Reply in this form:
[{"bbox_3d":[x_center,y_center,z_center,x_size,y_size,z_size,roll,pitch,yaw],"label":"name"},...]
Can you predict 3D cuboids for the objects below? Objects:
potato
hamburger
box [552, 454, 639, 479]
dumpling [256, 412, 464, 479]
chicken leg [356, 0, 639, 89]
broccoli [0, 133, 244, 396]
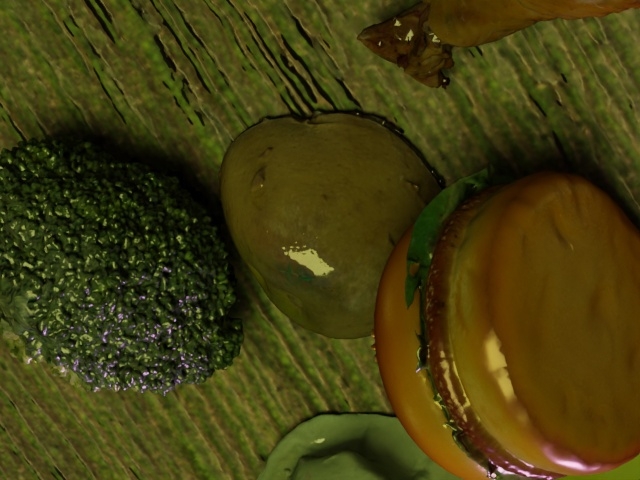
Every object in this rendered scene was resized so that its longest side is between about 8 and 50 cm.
[{"bbox_3d":[0.000,0.000,1.258,0.182,0.117,0.202,-36,101,32],"label":"potato"},{"bbox_3d":[0.141,0.067,1.184,0.170,0.246,0.246,-18,110,43],"label":"hamburger"},{"bbox_3d":[0.231,0.261,1.351,0.187,0.047,0.335,-1,114,19],"label":"box"},{"bbox_3d":[0.025,0.228,1.343,0.219,0.108,0.152,-15,93,14],"label":"dumpling"},{"bbox_3d":[0.158,-0.255,1.076,0.409,0.182,0.295,-33,93,44],"label":"chicken leg"},{"bbox_3d":[-0.172,0.026,1.298,0.176,0.226,0.198,22,83,46],"label":"broccoli"}]
